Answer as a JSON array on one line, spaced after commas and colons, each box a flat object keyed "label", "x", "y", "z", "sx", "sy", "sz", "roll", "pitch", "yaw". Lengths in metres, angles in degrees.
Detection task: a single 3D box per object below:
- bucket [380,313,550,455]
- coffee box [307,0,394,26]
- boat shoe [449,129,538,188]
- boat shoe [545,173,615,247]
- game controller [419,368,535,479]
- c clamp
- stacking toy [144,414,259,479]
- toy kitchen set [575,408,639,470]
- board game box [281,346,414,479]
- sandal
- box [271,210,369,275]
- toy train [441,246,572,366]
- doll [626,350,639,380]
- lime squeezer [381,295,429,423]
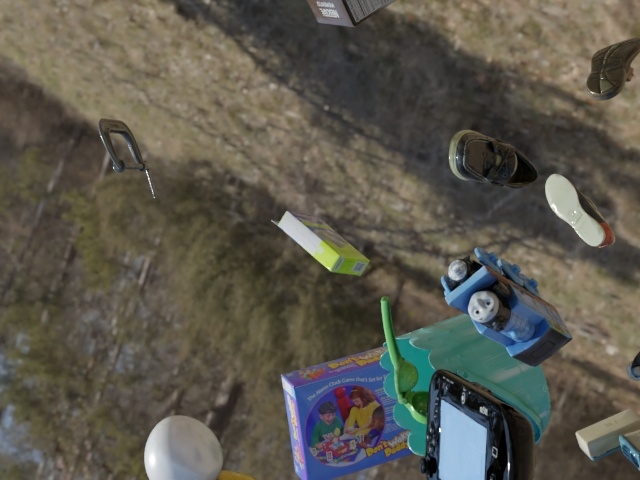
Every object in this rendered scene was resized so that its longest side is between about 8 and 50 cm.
[{"label": "bucket", "x": 0.245, "y": 0.255, "z": 1.875, "sx": 0.183, "sy": 0.281, "sz": 0.281, "roll": -20, "pitch": -156, "yaw": -19}, {"label": "coffee box", "x": 0.101, "y": -0.468, "z": 1.886, "sx": 0.141, "sy": 0.246, "sz": 0.098, "roll": 27, "pitch": 149, "yaw": 61}, {"label": "boat shoe", "x": 0.276, "y": -0.125, "z": 1.745, "sx": 0.073, "sy": 0.080, "sz": 0.223, "roll": 8, "pitch": 178, "yaw": 34}, {"label": "boat shoe", "x": 0.384, "y": -0.044, "z": 1.643, "sx": 0.043, "sy": 0.049, "sz": 0.137, "roll": 0, "pitch": -134, "yaw": -45}, {"label": "game controller", "x": 0.177, "y": 0.251, "z": 1.300, "sx": 0.067, "sy": 0.166, "sz": 0.319, "roll": -7, "pitch": -176, "yaw": -10}, {"label": "c clamp", "x": -0.322, "y": -0.143, "z": 1.863, "sx": 0.022, "sy": 0.137, "sz": 0.161, "roll": -21, "pitch": 173, "yaw": 13}, {"label": "stacking toy", "x": -0.144, "y": 0.477, "z": 1.728, "sx": 0.351, "sy": 0.480, "sz": 0.350, "roll": -20, "pitch": -165, "yaw": 6}, {"label": "toy kitchen set", "x": 0.588, "y": 0.442, "z": 2.054, "sx": 0.122, "sy": 0.166, "sz": 0.207, "roll": -22, "pitch": -162, "yaw": -4}, {"label": "board game box", "x": 0.104, "y": 0.361, "z": 2.378, "sx": 0.347, "sy": 0.233, "sz": 0.078, "roll": -13, "pitch": -163, "yaw": -19}, {"label": "sandal", "x": 0.537, "y": -0.303, "z": 2.012, "sx": 0.090, "sy": 0.060, "sz": 0.219, "roll": -9, "pitch": -148, "yaw": 29}, {"label": "box", "x": 0.000, "y": 0.000, "z": 2.145, "sx": 0.178, "sy": 0.042, "sz": 0.109, "roll": 41, "pitch": -163, "yaw": 31}, {"label": "toy train", "x": 0.217, "y": 0.078, "z": 1.306, "sx": 0.184, "sy": 0.080, "sz": 0.105, "roll": 29, "pitch": -154, "yaw": -46}, {"label": "doll", "x": 0.572, "y": 0.181, "z": 1.889, "sx": 0.046, "sy": 0.189, "sz": 0.129, "roll": 39, "pitch": -127, "yaw": 20}, {"label": "lime squeezer", "x": 0.157, "y": 0.220, "z": 1.679, "sx": 0.310, "sy": 0.059, "sz": 0.110, "roll": 48, "pitch": 142, "yaw": -13}]
